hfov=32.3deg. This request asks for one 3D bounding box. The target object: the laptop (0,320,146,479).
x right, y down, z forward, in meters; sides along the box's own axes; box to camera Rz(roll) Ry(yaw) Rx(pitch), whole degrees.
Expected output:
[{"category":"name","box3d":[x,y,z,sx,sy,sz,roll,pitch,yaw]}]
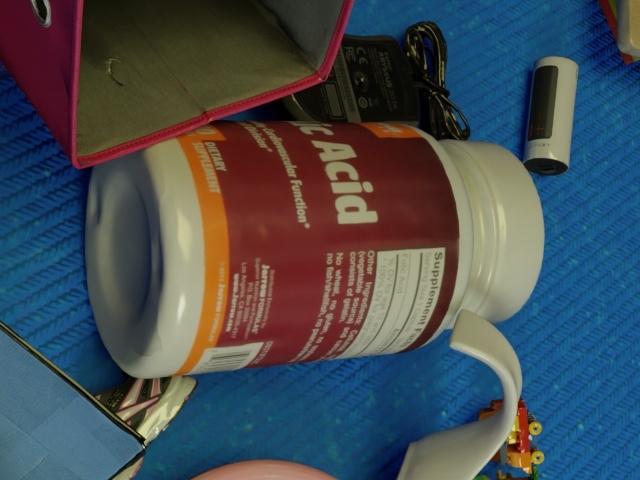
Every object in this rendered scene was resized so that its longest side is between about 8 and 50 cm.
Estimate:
[{"category":"laptop","box3d":[-0.413,0.194,0.747,0.382,0.236,0.408,42,62,-14]}]

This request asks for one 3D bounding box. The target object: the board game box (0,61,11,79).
[{"category":"board game box","box3d":[-0.232,-0.302,1.054,0.347,0.078,0.233,-23,91,-31]}]

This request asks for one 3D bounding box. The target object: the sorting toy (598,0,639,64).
[{"category":"sorting toy","box3d":[0.468,-0.328,1.449,0.257,0.089,0.255,11,74,-28]}]

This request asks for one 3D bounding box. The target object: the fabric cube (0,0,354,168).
[{"category":"fabric cube","box3d":[-0.136,-0.260,0.853,0.259,0.254,0.258,-25,64,-31]}]

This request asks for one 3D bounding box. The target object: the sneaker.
[{"category":"sneaker","box3d":[-0.191,0.175,0.984,0.077,0.072,0.178,37,55,-4]}]

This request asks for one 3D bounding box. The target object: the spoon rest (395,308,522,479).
[{"category":"spoon rest","box3d":[0.127,0.197,1.052,0.084,0.276,0.137,20,35,8]}]

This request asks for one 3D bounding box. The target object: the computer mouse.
[{"category":"computer mouse","box3d":[0.040,-0.151,1.184,0.272,0.072,0.188,-1,77,-42]}]

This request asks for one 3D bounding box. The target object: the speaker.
[{"category":"speaker","box3d":[0.275,-0.147,1.318,0.055,0.055,0.136,18,71,-25]}]

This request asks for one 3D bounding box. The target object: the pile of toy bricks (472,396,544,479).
[{"category":"pile of toy bricks","box3d":[0.176,0.268,1.154,0.105,0.118,0.212,-6,99,-3]}]

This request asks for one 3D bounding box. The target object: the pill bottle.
[{"category":"pill bottle","box3d":[0.000,0.000,1.030,0.392,0.224,0.224,-3,80,-30]}]

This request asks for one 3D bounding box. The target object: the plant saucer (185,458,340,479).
[{"category":"plant saucer","box3d":[-0.063,0.367,0.994,0.332,0.084,0.332,8,74,-28]}]
